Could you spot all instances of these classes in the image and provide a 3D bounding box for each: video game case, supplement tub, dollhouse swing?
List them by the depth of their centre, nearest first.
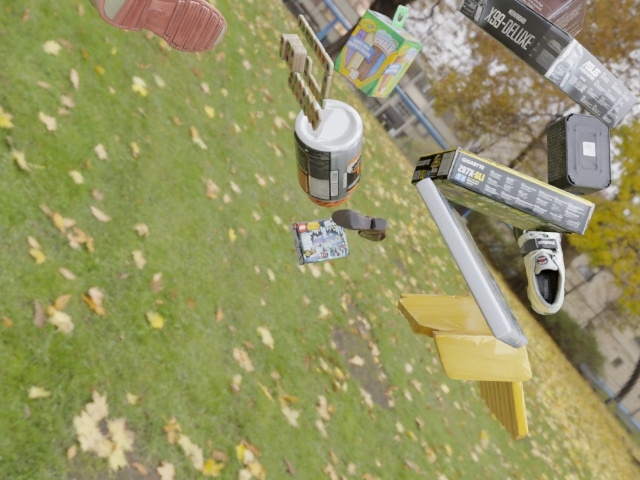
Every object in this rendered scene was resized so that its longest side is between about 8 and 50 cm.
[{"bbox_3d":[0.309,0.055,1.381,0.329,0.036,0.300,65,15,21],"label":"video game case"},{"bbox_3d":[0.367,0.336,1.823,0.315,0.304,0.347,3,13,-9],"label":"dollhouse swing"},{"bbox_3d":[0.024,-0.241,1.997,0.193,0.194,0.316,53,-16,24],"label":"supplement tub"}]

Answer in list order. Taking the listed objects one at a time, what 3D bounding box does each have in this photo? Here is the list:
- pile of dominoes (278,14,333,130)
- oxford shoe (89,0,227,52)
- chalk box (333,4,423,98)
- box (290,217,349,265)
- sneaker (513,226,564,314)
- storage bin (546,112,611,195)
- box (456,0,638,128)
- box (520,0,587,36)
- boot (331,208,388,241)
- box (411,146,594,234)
[{"bbox_3d":[-0.043,-0.384,1.594,0.196,0.040,0.251,102,-26,-42],"label":"pile of dominoes"},{"bbox_3d":[-0.391,-0.569,1.672,0.146,0.140,0.397,44,21,27],"label":"oxford shoe"},{"bbox_3d":[0.155,-0.476,1.703,0.132,0.213,0.132,44,26,16],"label":"chalk box"},{"bbox_3d":[0.000,0.000,1.544,0.137,0.027,0.093,-10,86,-41],"label":"box"},{"bbox_3d":[0.613,0.038,1.893,0.146,0.123,0.330,28,50,-78],"label":"sneaker"},{"bbox_3d":[0.629,-0.208,1.677,0.084,0.122,0.180,151,-58,-73],"label":"storage bin"},{"bbox_3d":[0.418,-0.340,1.260,0.307,0.076,0.242,15,31,-46],"label":"box"},{"bbox_3d":[0.606,-0.634,1.888,0.168,0.167,0.203,53,2,23],"label":"box"},{"bbox_3d":[0.073,-0.025,1.286,0.106,0.037,0.114,13,-8,4],"label":"boot"},{"bbox_3d":[0.386,-0.104,1.512,0.322,0.079,0.257,21,-2,-9],"label":"box"}]
